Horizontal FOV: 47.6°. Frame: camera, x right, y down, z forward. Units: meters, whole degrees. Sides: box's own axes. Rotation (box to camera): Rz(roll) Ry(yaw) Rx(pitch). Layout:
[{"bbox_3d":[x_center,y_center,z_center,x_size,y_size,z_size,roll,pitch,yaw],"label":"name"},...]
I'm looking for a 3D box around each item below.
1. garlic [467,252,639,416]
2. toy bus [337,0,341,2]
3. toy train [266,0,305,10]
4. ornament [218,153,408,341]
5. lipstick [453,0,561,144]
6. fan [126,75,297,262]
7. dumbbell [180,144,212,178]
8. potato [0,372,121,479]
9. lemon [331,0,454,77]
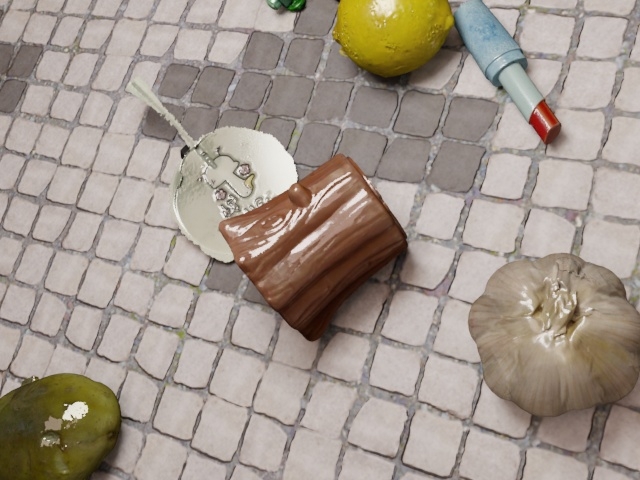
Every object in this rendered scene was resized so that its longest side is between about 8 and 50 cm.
[{"bbox_3d":[0.305,0.118,0.948,0.228,0.152,0.227,-5,76,20],"label":"garlic"},{"bbox_3d":[0.058,-0.444,1.304,0.052,0.037,0.131,-49,63,6],"label":"toy bus"},{"bbox_3d":[-0.022,-0.537,1.346,0.251,0.085,0.119,-44,57,1],"label":"toy train"},{"bbox_3d":[0.000,0.000,1.095,0.218,0.221,0.235,-36,104,2],"label":"ornament"},{"bbox_3d":[0.295,-0.263,1.131,0.068,0.061,0.274,-29,64,8],"label":"lipstick"},{"bbox_3d":[-0.204,-0.148,1.275,0.233,0.012,0.414,-41,76,0],"label":"fan"},{"bbox_3d":[-0.220,-0.139,1.310,0.040,0.036,0.083,-41,62,2],"label":"dumbbell"},{"bbox_3d":[-0.443,0.311,1.186,0.229,0.148,0.197,10,62,27],"label":"potato"},{"bbox_3d":[0.114,-0.356,1.175,0.206,0.173,0.173,-16,67,25],"label":"lemon"}]
